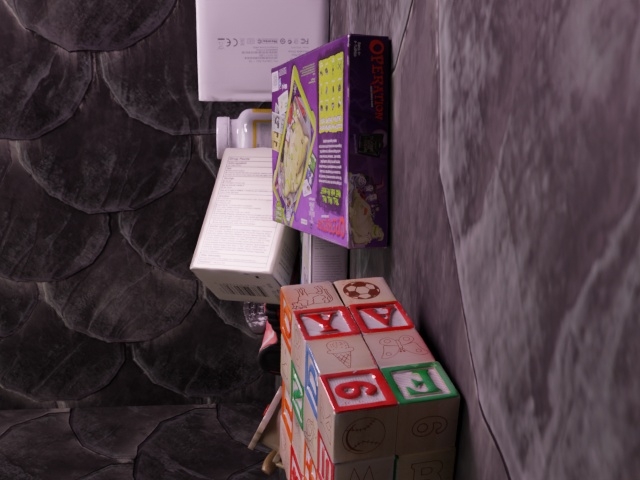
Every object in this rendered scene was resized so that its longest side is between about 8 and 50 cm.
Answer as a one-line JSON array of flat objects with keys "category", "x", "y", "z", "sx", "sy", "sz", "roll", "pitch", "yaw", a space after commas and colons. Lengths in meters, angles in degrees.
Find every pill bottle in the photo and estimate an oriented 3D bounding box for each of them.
[{"category": "pill bottle", "x": -0.088, "y": -0.179, "z": 1.459, "sx": 0.103, "sy": 0.184, "sz": 0.103, "roll": 180, "pitch": 90, "yaw": -85}]

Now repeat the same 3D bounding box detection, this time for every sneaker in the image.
[{"category": "sneaker", "x": -0.094, "y": 0.147, "z": 1.949, "sx": 0.286, "sy": 0.109, "sz": 0.130, "roll": -59, "pitch": -36, "yaw": -57}, {"category": "sneaker", "x": -0.060, "y": 0.172, "z": 1.777, "sx": 0.313, "sy": 0.116, "sz": 0.136, "roll": 100, "pitch": -178, "yaw": -45}]

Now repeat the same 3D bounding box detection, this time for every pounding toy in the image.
[{"category": "pounding toy", "x": -0.060, "y": 0.425, "z": 1.862, "sx": 0.154, "sy": 0.155, "sz": 0.269, "roll": -60, "pitch": -3, "yaw": -34}]

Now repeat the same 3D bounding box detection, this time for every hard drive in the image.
[{"category": "hard drive", "x": -0.091, "y": -0.383, "z": 1.319, "sx": 0.040, "sy": 0.210, "sz": 0.318, "roll": -104, "pitch": 15, "yaw": -71}]

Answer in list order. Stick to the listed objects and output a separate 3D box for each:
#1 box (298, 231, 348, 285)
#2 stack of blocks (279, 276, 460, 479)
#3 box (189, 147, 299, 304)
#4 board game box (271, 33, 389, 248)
[{"category": "box", "x": 0.000, "y": 0.000, "z": 1.219, "sx": 0.232, "sy": 0.059, "sz": 0.321, "roll": -123, "pitch": 34, "yaw": -80}, {"category": "stack of blocks", "x": 0.026, "y": 0.200, "z": 0.661, "sx": 0.171, "sy": 0.087, "sz": 0.297, "roll": -121, "pitch": 29, "yaw": -61}, {"category": "box", "x": -0.099, "y": -0.024, "z": 1.371, "sx": 0.127, "sy": 0.149, "sz": 0.232, "roll": 58, "pitch": -140, "yaw": -56}, {"category": "board game box", "x": 0.000, "y": -0.110, "z": 0.955, "sx": 0.347, "sy": 0.056, "sz": 0.208, "roll": -158, "pitch": 71, "yaw": -73}]
